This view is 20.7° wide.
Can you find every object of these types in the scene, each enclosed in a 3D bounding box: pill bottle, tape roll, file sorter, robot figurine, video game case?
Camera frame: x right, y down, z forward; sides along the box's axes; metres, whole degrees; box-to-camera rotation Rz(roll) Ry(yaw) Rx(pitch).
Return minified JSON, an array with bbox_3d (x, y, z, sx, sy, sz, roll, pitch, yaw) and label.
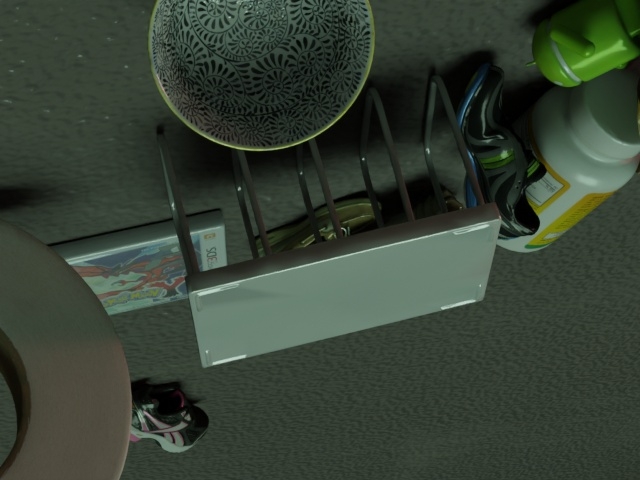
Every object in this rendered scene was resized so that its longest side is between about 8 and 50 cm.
[{"bbox_3d":[0.236,-0.081,1.693,0.117,0.117,0.208,-3,156,-28],"label":"pill bottle"},{"bbox_3d":[-0.360,0.150,1.513,0.392,0.392,0.072,-8,158,-17],"label":"tape roll"},{"bbox_3d":[0.002,-0.023,1.609,0.278,0.173,0.193,-13,158,-5],"label":"file sorter"},{"bbox_3d":[0.235,-0.177,1.521,0.115,0.067,0.101,-26,169,26],"label":"robot figurine"},{"bbox_3d":[-0.196,0.033,1.826,0.201,0.023,0.183,-12,159,-6],"label":"video game case"}]

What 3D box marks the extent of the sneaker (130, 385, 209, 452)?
[{"bbox_3d":[-0.192,0.225,2.252,0.077,0.072,0.178,-36,158,22],"label":"sneaker"}]

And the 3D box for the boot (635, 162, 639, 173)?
[{"bbox_3d":[0.395,-0.104,1.827,0.158,0.059,0.084,-21,163,14],"label":"boot"}]

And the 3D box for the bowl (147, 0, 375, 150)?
[{"bbox_3d":[-0.049,-0.160,1.323,0.170,0.170,0.080,-12,-157,-6],"label":"bowl"}]

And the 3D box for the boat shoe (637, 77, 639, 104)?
[{"bbox_3d":[0.304,-0.224,1.356,0.120,0.122,0.324,2,136,-16],"label":"boat shoe"}]

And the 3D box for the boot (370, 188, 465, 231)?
[{"bbox_3d":[0.090,0.014,1.887,0.165,0.077,0.213,-33,172,9],"label":"boot"}]

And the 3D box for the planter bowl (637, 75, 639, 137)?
[{"bbox_3d":[0.360,-0.155,1.573,0.217,0.090,0.217,-10,121,-18],"label":"planter bowl"}]

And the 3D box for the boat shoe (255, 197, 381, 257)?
[{"bbox_3d":[-0.001,0.000,1.835,0.153,0.048,0.056,-22,158,18],"label":"boat shoe"}]

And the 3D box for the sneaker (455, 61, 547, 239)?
[{"bbox_3d":[0.171,-0.083,1.620,0.078,0.067,0.188,5,126,25],"label":"sneaker"}]
